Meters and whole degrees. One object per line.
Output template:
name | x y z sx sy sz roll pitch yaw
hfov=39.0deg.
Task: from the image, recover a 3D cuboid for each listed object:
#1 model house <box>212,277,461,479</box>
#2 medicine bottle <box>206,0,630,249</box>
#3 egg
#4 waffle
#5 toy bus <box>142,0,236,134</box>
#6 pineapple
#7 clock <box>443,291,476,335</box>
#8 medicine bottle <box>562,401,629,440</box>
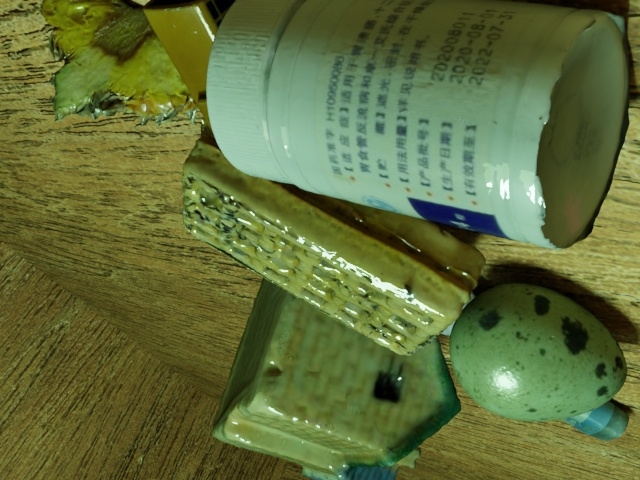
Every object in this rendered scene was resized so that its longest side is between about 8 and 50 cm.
model house | 0.050 0.216 1.450 0.343 0.334 0.382 21 164 -9
medicine bottle | 0.075 -0.119 0.783 0.332 0.190 0.190 16 156 33
egg | 0.280 0.148 1.167 0.228 0.177 0.177 14 157 8
waffle | 0.000 0.000 1.159 0.376 0.114 0.261 29 163 2
toy bus | -0.083 -0.180 0.928 0.098 0.114 0.201 9 139 40
pineapple | -0.245 -0.187 1.105 0.250 0.164 0.140 25 167 4
clock | 0.227 0.125 1.317 0.176 0.080 0.117 35 173 -24
medicine bottle | 0.382 0.250 1.441 0.208 0.053 0.090 28 160 4
